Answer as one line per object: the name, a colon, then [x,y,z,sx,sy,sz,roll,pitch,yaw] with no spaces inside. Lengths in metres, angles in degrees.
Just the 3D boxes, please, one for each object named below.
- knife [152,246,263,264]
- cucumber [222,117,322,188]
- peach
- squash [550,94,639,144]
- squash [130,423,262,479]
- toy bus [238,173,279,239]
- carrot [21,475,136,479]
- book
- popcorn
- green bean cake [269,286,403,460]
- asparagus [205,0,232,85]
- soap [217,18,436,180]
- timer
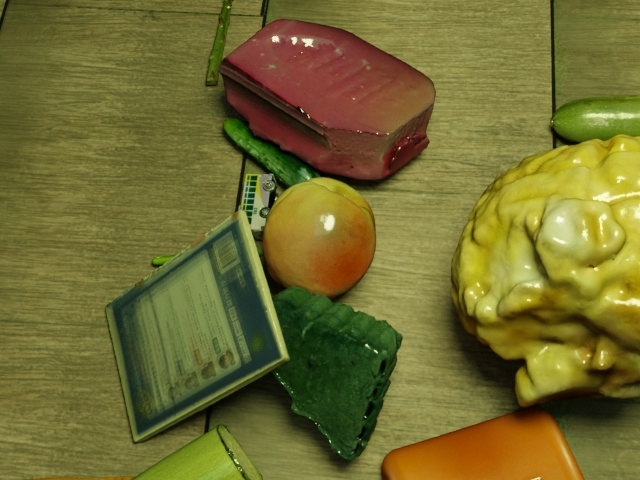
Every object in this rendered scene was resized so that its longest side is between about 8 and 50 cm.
knife: [-0.179,0.022,1.268,0.184,0.022,0.026,-7,94,2]
cucumber: [-0.062,-0.128,1.298,0.250,0.056,0.056,40,78,18]
peach: [0.000,0.000,1.178,0.184,0.184,0.184,-2,69,5]
squash: [0.538,-0.190,1.246,0.341,0.094,0.094,1,69,5]
squash: [-0.205,0.369,1.085,0.247,0.132,0.132,-33,70,-5]
toy bus: [-0.101,-0.053,1.274,0.058,0.052,0.102,3,68,9]
carrot: [-0.365,0.363,1.140,0.257,0.061,0.061,-11,69,-3]
book: [-0.189,0.129,1.136,0.322,0.018,0.228,-32,64,31]
popcorn: [0.365,0.018,1.050,0.390,0.344,0.354,-36,54,-21]
green bean cake: [-0.002,0.179,1.113,0.208,0.107,0.193,21,117,14]
asparagus: [-0.172,-0.387,1.422,0.025,0.024,0.248,23,66,-32]
soap: [0.018,-0.224,1.265,0.325,0.127,0.220,36,63,15]
timer: [0.232,0.363,1.060,0.257,0.161,0.250,-17,54,-1]
